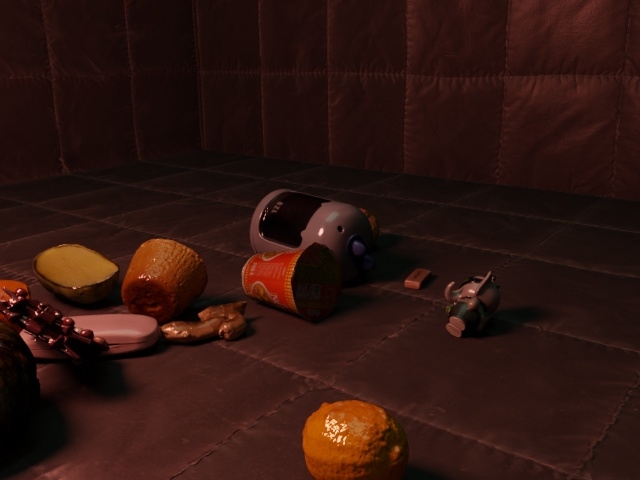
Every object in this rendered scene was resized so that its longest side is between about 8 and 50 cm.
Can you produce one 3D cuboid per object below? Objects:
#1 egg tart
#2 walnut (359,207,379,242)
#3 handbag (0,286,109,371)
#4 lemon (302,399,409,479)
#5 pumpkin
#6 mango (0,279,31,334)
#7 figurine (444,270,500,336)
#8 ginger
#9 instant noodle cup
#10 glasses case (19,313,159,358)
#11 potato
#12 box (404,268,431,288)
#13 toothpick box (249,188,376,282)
[{"bbox_3d":[-0.391,0.113,1.657,0.203,0.202,0.147,2,34,11],"label":"egg tart"},{"bbox_3d":[0.116,-0.034,2.189,0.144,0.144,0.180,9,11,31],"label":"walnut"},{"bbox_3d":[-0.524,0.172,1.325,0.203,0.074,0.216,31,-18,2],"label":"handbag"},{"bbox_3d":[0.046,0.309,1.008,0.187,0.142,0.142,8,18,41],"label":"lemon"},{"bbox_3d":[-0.638,0.247,1.132,0.320,0.192,0.320,-4,26,2],"label":"pumpkin"},{"bbox_3d":[-0.808,0.163,1.564,0.257,0.138,0.187,-3,3,-28],"label":"mango"},{"bbox_3d":[0.359,0.145,1.586,0.126,0.147,0.192,30,49,27],"label":"figurine"},{"bbox_3d":[-0.265,0.193,1.574,0.214,0.059,0.133,-7,25,-15],"label":"ginger"},{"bbox_3d":[-0.083,0.096,1.701,0.212,0.193,0.193,3,15,42],"label":"instant noodle cup"},{"bbox_3d":[-0.508,0.210,1.489,0.297,0.075,0.113,-3,17,-6],"label":"glasses case"},{"bbox_3d":[-0.649,0.106,1.793,0.272,0.111,0.160,20,38,33],"label":"potato"},{"bbox_3d":[0.274,0.106,1.891,0.048,0.025,0.115,5,18,26],"label":"box"},{"bbox_3d":[0.000,0.000,1.936,0.355,0.263,0.263,15,23,42],"label":"toothpick box"}]
